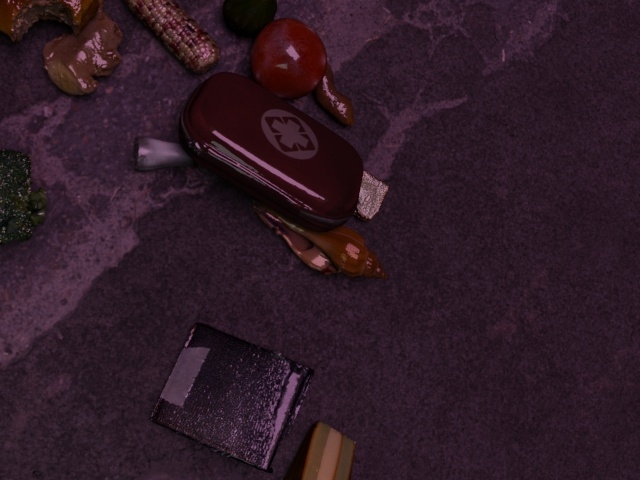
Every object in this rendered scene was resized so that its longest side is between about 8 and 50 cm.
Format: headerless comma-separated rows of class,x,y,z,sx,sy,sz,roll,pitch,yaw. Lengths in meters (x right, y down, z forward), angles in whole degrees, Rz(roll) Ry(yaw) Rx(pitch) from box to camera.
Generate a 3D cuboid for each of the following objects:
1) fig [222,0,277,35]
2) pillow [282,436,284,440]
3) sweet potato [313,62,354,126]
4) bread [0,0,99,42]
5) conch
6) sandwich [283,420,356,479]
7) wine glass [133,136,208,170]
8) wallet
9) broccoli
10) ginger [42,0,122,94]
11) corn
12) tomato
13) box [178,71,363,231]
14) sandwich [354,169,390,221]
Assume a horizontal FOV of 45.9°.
fig,-0.135,-0.487,1.581,0.117,0.177,0.117,-5,101,-27
pillow,-0.115,0.340,1.527,0.091,0.055,0.135,3,76,14
sweet potato,0.009,-0.344,1.673,0.065,0.051,0.218,-31,92,-17
bread,-0.617,-0.498,1.425,0.381,0.109,0.185,31,71,-2
conch,0.002,-0.003,1.605,0.330,0.109,0.093,32,39,6
sandwich,0.012,0.470,1.507,0.117,0.144,0.187,34,73,-14
wine glass,-0.297,-0.174,1.536,0.156,0.072,0.072,0,82,-19
wallet,-0.170,0.304,1.481,0.262,0.071,0.220,21,77,8
broccoli,-0.579,-0.077,1.379,0.156,0.195,0.195,16,77,-37
ginger,-0.461,-0.392,1.511,0.138,0.074,0.213,28,68,-13
corn,-0.312,-0.450,1.562,0.253,0.086,0.086,45,71,-7
tomato,-0.068,-0.384,1.590,0.167,0.167,0.167,3,81,-19
box,-0.091,-0.183,1.539,0.404,0.108,0.263,30,41,-14
sandwich,0.097,-0.098,1.675,0.093,0.036,0.104,26,76,-15
